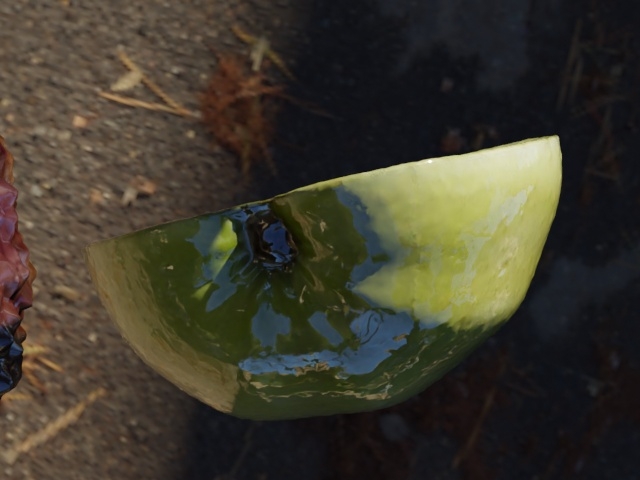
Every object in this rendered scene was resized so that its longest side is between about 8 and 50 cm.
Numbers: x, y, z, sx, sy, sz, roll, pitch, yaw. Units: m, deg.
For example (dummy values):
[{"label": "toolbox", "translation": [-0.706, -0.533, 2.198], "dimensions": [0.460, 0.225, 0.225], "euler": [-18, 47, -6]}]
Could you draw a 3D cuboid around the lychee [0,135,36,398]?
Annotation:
[{"label": "lychee", "translation": [-0.180, -0.002, 0.409], "dimensions": [0.188, 0.188, 0.188], "euler": [-16, 115, -38]}]

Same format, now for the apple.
[{"label": "apple", "translation": [0.000, 0.000, 1.206], "dimensions": [0.320, 0.311, 0.360], "euler": [-60, 171, 13]}]
